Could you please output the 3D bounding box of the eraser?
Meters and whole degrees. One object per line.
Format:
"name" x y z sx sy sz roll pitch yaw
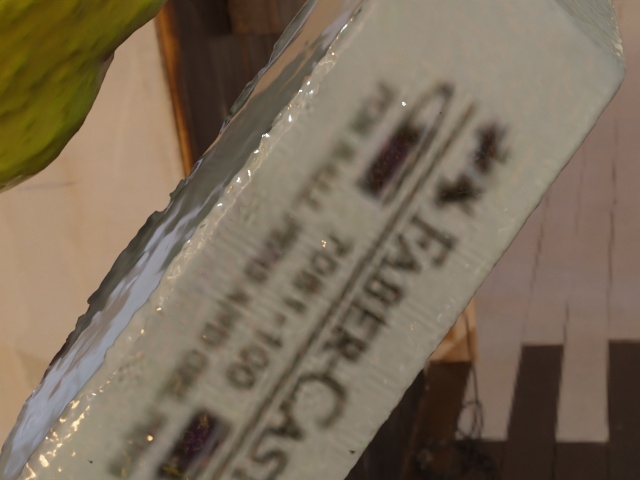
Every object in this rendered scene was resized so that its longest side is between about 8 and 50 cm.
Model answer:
"eraser" 0.000 0.000 0.472 0.352 0.111 0.077 -54 19 -5

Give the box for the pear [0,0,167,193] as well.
"pear" -0.223 -0.170 0.449 0.391 0.391 0.391 -7 21 3
